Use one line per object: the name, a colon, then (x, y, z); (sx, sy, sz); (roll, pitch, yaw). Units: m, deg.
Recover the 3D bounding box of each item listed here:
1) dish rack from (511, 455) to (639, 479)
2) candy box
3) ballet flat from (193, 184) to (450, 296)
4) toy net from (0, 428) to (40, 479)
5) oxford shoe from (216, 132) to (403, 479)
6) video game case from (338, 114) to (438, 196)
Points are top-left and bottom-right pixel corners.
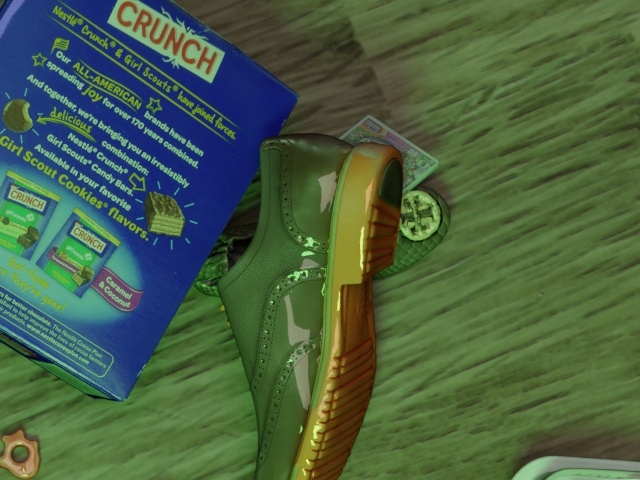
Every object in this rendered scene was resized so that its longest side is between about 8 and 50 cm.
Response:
dish rack: (0.297, 0.355, 1.605); (0.285, 0.072, 0.333); (6, 76, -13)
candy box: (-0.211, -0.064, 1.596); (0.268, 0.122, 0.317); (35, 77, -20)
ballet flat: (0.000, 0.000, 1.678); (0.249, 0.058, 0.084); (-11, 79, -8)
toy net: (-0.308, 0.145, 1.619); (0.122, 0.045, 0.232); (-2, 78, -6)
oxford shoe: (-0.024, 0.085, 1.611); (0.132, 0.130, 0.364); (13, 95, 16)
video game case: (0.036, -0.059, 1.686); (0.087, 0.011, 0.122); (36, 58, 25)
